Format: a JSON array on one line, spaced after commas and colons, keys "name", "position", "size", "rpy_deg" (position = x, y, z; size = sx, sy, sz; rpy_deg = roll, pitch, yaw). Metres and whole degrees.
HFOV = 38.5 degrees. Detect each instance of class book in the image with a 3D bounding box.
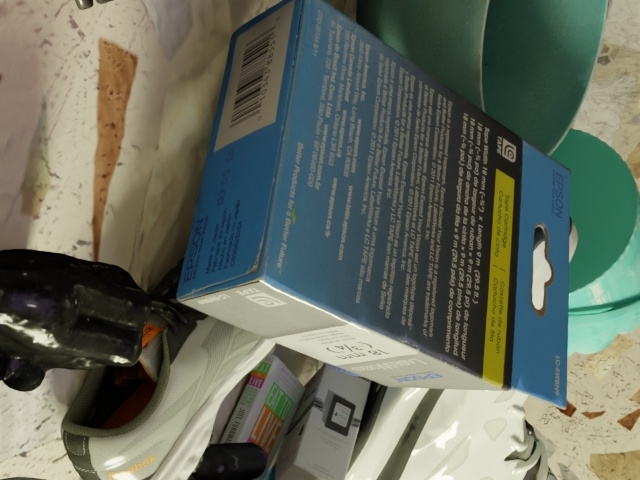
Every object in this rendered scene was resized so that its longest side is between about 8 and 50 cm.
[{"name": "book", "position": [-0.071, 0.200, 0.968], "size": [0.144, 0.035, 0.096], "rpy_deg": [-65, 155, -21]}]

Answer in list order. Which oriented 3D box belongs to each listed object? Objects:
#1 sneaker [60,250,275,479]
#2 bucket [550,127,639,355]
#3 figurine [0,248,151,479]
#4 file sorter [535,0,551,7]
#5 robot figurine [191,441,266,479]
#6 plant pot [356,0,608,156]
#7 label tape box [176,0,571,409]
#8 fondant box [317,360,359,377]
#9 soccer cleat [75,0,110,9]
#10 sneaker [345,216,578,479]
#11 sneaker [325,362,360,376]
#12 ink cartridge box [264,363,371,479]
[{"name": "sneaker", "position": [-0.100, 0.069, 0.697], "size": [0.272, 0.100, 0.108], "rpy_deg": [-63, 151, -30]}, {"name": "bucket", "position": [0.287, 0.002, 1.171], "size": [0.183, 0.281, 0.281], "rpy_deg": [50, 57, -56]}, {"name": "figurine", "position": [-0.178, 0.095, 0.450], "size": [0.209, 0.092, 0.215], "rpy_deg": [46, 50, -72]}, {"name": "file sorter", "position": [0.228, -0.364, 1.143], "size": [0.202, 0.182, 0.291], "rpy_deg": [-54, 151, -42]}, {"name": "robot figurine", "position": [-0.062, 0.310, 0.826], "size": [0.174, 0.209, 0.278], "rpy_deg": [-54, 152, 5]}, {"name": "plant pot", "position": [0.154, -0.235, 0.962], "size": [0.290, 0.195, 0.290], "rpy_deg": [-27, 125, -47]}, {"name": "label tape box", "position": [0.064, -0.011, 0.755], "size": [0.333, 0.106, 0.241], "rpy_deg": [27, 60, -35]}, {"name": "fondant box", "position": [0.089, 0.047, 1.190], "size": [0.238, 0.096, 0.330], "rpy_deg": [-45, 143, -55]}, {"name": "soccer cleat", "position": [-0.071, -0.244, 0.566], "size": [0.331, 0.116, 0.143], "rpy_deg": [-51, 133, -53]}, {"name": "sneaker", "position": [0.201, 0.176, 1.025], "size": [0.448, 0.257, 0.169], "rpy_deg": [-58, -171, 22]}, {"name": "sneaker", "position": [0.000, -0.001, 0.903], "size": [0.182, 0.127, 0.316], "rpy_deg": [-35, 129, -56]}, {"name": "ink cartridge box", "position": [-0.003, 0.211, 1.023], "size": [0.104, 0.060, 0.180], "rpy_deg": [-53, -169, 42]}]
